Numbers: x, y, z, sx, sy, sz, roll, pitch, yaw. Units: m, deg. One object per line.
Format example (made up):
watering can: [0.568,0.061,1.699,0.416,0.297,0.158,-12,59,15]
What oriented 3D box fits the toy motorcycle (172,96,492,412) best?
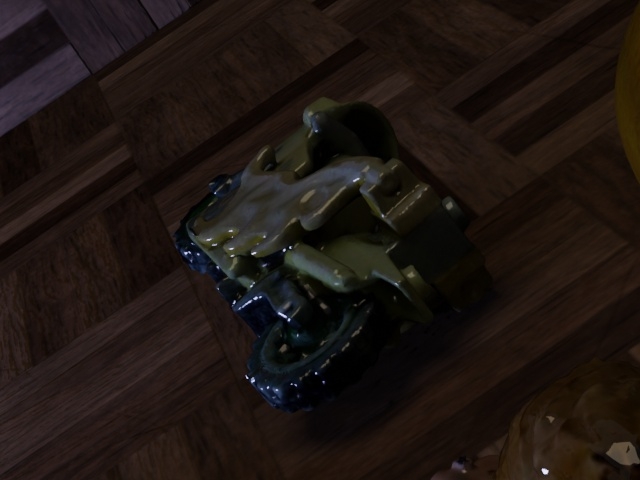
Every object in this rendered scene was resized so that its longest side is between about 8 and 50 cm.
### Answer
toy motorcycle: [0.000,0.000,1.424,0.237,0.169,0.410,-40,28,2]

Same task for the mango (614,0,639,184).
mango: [0.330,-0.081,1.077,0.264,0.221,0.378,-18,37,23]

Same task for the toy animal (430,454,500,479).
toy animal: [0.088,0.192,1.036,0.150,0.089,0.083,-32,43,-5]

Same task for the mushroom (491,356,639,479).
mushroom: [0.140,0.192,0.754,0.345,0.345,0.239,-12,72,42]
